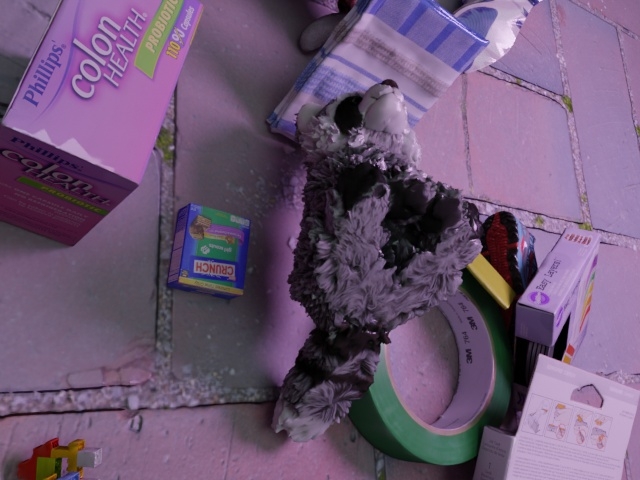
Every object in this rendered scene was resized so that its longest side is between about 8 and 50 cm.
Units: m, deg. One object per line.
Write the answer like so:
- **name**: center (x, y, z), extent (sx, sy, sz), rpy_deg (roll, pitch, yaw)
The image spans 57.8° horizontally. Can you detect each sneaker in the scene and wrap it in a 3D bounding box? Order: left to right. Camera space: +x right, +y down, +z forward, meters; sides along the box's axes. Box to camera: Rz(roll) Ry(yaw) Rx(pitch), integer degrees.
- **sneaker**: center (0.339, -0.459, 1.194), extent (0.315, 0.182, 0.127), rpy_deg (-46, 104, -5)
- **sneaker**: center (0.361, 0.080, 1.062), extent (0.125, 0.104, 0.261), rpy_deg (24, 66, -33)

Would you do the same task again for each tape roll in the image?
- **tape roll**: center (0.169, 0.180, 0.912), extent (0.322, 0.077, 0.320), rpy_deg (11, 70, -32)

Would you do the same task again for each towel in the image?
- **towel**: center (0.080, -0.227, 0.852), extent (0.209, 0.285, 0.034), rpy_deg (21, 40, -30)
- **towel**: center (0.232, 0.015, 0.966), extent (0.237, 0.021, 0.102), rpy_deg (49, 25, 11)

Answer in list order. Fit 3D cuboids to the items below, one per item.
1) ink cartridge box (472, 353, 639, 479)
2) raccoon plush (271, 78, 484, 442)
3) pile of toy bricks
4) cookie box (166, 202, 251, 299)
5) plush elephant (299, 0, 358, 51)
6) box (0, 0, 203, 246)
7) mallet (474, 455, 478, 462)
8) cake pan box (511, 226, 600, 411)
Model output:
- **ink cartridge box**: center (0.380, 0.332, 0.922), extent (0.297, 0.066, 0.260), rpy_deg (22, 79, -30)
- **raccoon plush**: center (0.000, 0.000, 0.782), extent (0.216, 0.299, 0.446), rpy_deg (30, 105, -32)
- **pile of toy bricks**: center (-0.284, 0.307, 0.551), extent (0.105, 0.118, 0.212), rpy_deg (1, 85, 4)
- **cookie box**: center (-0.144, 0.016, 0.759), extent (0.092, 0.040, 0.107), rpy_deg (16, 69, -32)
- **plush elephant**: center (0.073, -0.391, 0.927), extent (0.330, 0.272, 0.255), rpy_deg (9, 109, -1)
- **box**: center (-0.247, -0.135, 0.603), extent (0.117, 0.243, 0.213), rpy_deg (25, 63, -27)
- **mallet**: center (0.338, 0.314, 0.964), extent (0.190, 0.039, 0.062), rpy_deg (-22, 106, -9)
- **cake pan box**: center (0.412, 0.143, 1.021), extent (0.267, 0.070, 0.245), rpy_deg (-39, 131, -41)
